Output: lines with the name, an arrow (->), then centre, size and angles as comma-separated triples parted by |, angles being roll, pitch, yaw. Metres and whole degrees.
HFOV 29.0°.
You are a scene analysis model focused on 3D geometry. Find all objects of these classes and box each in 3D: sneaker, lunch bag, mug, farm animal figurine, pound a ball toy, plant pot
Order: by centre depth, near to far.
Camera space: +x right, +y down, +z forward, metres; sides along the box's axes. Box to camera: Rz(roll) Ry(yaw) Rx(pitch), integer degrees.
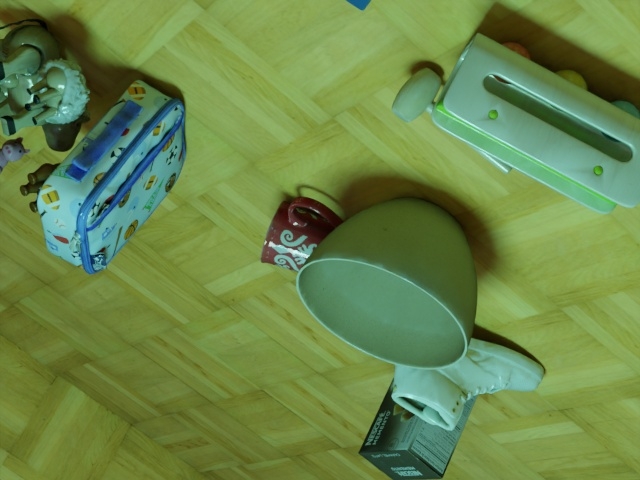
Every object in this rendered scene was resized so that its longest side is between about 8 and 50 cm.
pound a ball toy -> 0.266, -0.162, 1.592 | 0.319, 0.135, 0.208 | 28, 176, -1
plant pot -> 0.129, 0.044, 1.941 | 0.284, 0.191, 0.284 | 20, 150, 12
lunch bag -> -0.332, -0.099, 1.991 | 0.115, 0.303, 0.243 | 29, 151, 9
farm animal figurine -> -0.484, -0.225, 2.056 | 0.330, 0.172, 0.326 | 38, 138, 27
mug -> -0.004, 0.009, 2.076 | 0.169, 0.113, 0.150 | 21, 166, 6
sneaker -> 0.251, 0.258, 2.150 | 0.293, 0.169, 0.108 | 18, 154, -19

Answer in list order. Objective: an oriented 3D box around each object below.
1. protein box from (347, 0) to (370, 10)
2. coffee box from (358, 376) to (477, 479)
protein box -> 0.029, -0.402, 1.368 | 0.200, 0.136, 0.201 | 32, 151, -7
coffee box -> 0.190, 0.305, 2.248 | 0.098, 0.246, 0.141 | 41, 149, -22
